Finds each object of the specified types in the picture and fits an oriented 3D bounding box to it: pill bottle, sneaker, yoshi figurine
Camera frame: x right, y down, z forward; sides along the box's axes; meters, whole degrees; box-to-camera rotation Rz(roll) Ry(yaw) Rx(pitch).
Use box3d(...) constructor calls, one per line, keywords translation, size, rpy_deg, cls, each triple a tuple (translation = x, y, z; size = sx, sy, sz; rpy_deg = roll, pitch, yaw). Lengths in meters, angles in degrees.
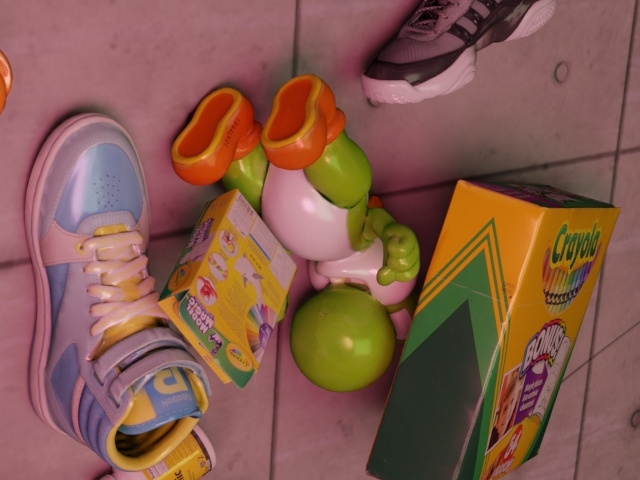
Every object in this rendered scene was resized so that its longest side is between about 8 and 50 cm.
box3d(translation=(-0.167, 0.231, 1.559), size=(0.116, 0.065, 0.065), rpy_deg=(-32, 125, -25), cls="pill bottle")
box3d(translation=(-0.169, 0.057, 1.389), size=(0.127, 0.208, 0.319), rpy_deg=(-12, 115, -33), cls="sneaker")
box3d(translation=(0.000, 0.021, 1.540), size=(0.203, 0.203, 0.362), rpy_deg=(-37, 131, -2), cls="yoshi figurine")
box3d(translation=(0.131, -0.253, 1.586), size=(0.268, 0.101, 0.153), rpy_deg=(-35, 126, -31), cls="sneaker")

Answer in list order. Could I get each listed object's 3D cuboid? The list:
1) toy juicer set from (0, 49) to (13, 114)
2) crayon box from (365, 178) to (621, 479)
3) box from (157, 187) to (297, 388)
box3d(translation=(-0.388, -0.103, 1.166), size=(0.329, 0.209, 0.089), rpy_deg=(-24, 161, -29), cls="toy juicer set")
box3d(translation=(0.196, 0.097, 1.675), size=(0.363, 0.106, 0.313), rpy_deg=(-4, 114, -68), cls="crayon box")
box3d(translation=(-0.083, 0.047, 1.392), size=(0.105, 0.043, 0.179), rpy_deg=(53, 30, -22), cls="box")
